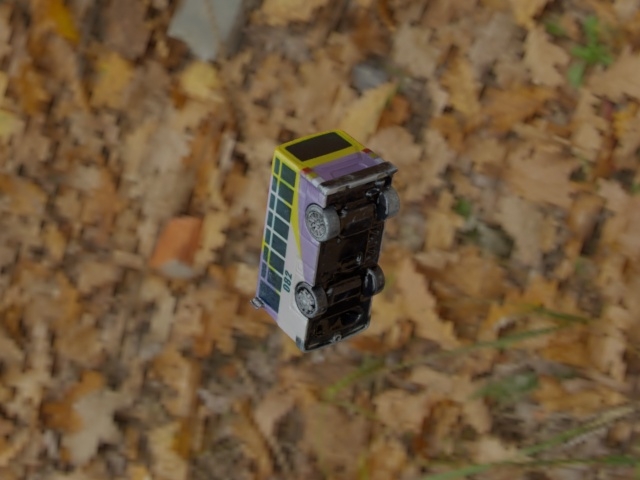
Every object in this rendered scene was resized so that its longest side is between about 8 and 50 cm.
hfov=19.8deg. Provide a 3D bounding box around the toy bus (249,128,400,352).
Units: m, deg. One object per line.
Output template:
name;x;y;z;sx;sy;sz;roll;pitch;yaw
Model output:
toy bus;0.000;0.000;0.930;0.058;0.052;0.102;40;135;37
